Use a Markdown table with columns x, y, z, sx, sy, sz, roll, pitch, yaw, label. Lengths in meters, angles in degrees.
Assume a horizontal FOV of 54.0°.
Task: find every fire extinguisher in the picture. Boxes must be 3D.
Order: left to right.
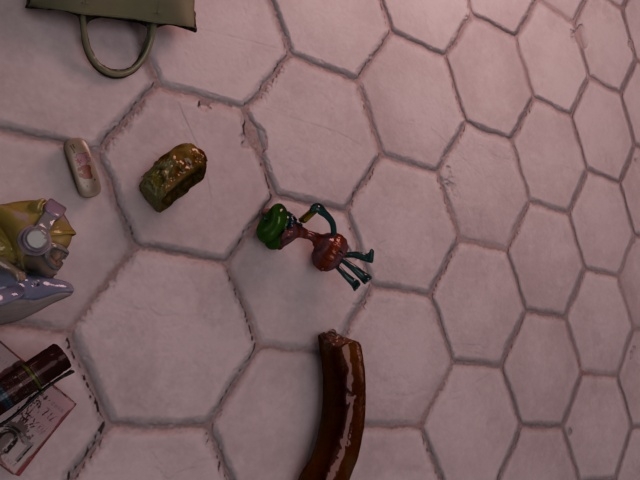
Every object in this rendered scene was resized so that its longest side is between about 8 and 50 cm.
| x | y | z | sx | sy | sz | roll | pitch | yaw | label |
| --- | --- | --- | --- | --- | --- | --- | --- | --- | --- |
| -0.360 | 0.174 | 0.736 | 0.132 | 0.039 | 0.056 | -37 | 97 | -33 | fire extinguisher |

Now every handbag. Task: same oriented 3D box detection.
| x | y | z | sx | sy | sz | roll | pitch | yaw | label |
| --- | --- | --- | --- | --- | --- | --- | --- | --- | --- |
| -0.286 | -0.392 | 0.882 | 0.241 | 0.109 | 0.316 | -4 | 114 | -32 | handbag |

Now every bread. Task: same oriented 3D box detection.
| x | y | z | sx | sy | sz | roll | pitch | yaw | label |
| --- | --- | --- | --- | --- | --- | --- | --- | --- | --- |
| -0.212 | -0.098 | 0.923 | 0.110 | 0.060 | 0.066 | -46 | 126 | -28 | bread |

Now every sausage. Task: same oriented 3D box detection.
| x | y | z | sx | sy | sz | roll | pitch | yaw | label |
| --- | --- | --- | --- | --- | --- | --- | --- | --- | --- |
| 0.025 | 0.299 | 1.039 | 0.102 | 0.076 | 0.302 | 13 | 77 | -25 | sausage |

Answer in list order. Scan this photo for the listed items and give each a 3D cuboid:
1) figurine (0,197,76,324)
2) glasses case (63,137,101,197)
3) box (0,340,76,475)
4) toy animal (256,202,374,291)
| x | y | z | sx | sy | sz | roll | pitch | yaw | label |
| --- | --- | --- | --- | --- | --- | --- | --- | --- | --- |
| -0.392 | 0.013 | 0.749 | 0.208 | 0.128 | 0.184 | 37 | 64 | -21 | figurine |
| -0.327 | -0.100 | 0.864 | 0.032 | 0.021 | 0.083 | -20 | 97 | -33 | glasses case |
| -0.394 | 0.196 | 0.768 | 0.156 | 0.060 | 0.111 | 48 | 63 | -21 | box |
| 0.000 | 0.000 | 1.036 | 0.208 | 0.100 | 0.103 | 31 | 107 | -16 | toy animal |
